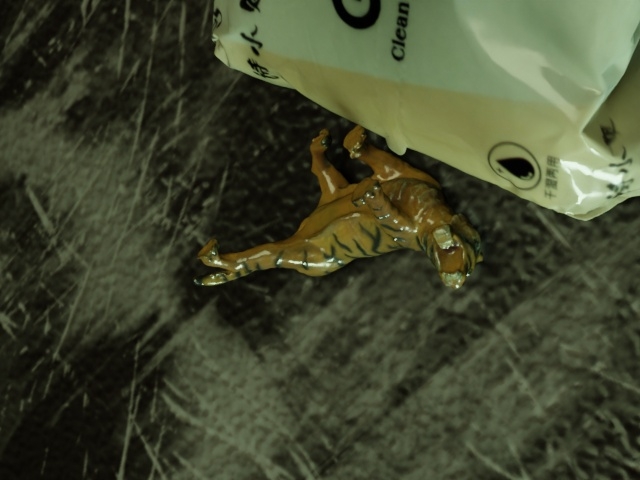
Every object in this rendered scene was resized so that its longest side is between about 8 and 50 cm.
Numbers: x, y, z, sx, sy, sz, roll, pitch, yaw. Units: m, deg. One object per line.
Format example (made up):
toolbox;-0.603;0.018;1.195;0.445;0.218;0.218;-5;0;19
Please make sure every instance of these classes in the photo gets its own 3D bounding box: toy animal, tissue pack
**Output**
toy animal;0.003;-0.006;0.998;0.255;0.114;0.116;-18;126;36
tissue pack;0.097;-0.245;0.867;0.390;0.195;0.375;24;118;30
